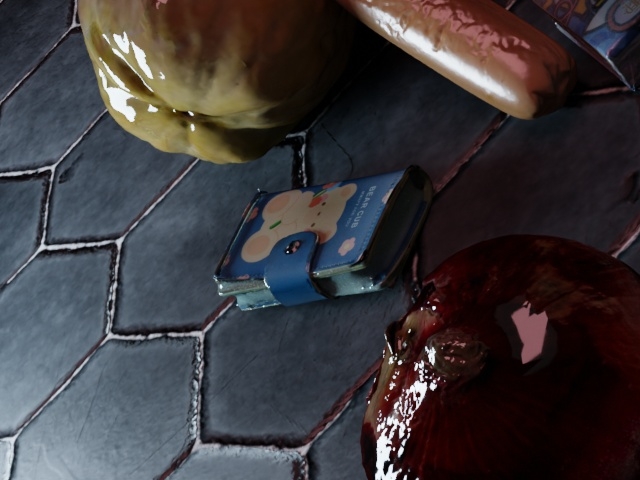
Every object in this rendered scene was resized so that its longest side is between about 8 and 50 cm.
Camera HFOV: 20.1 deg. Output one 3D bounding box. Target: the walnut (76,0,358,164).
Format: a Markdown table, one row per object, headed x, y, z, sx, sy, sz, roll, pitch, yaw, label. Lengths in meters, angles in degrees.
| x | y | z | sx | sy | sz | roll | pitch | yaw | label |
| --- | --- | --- | --- | --- | --- | --- | --- | --- | --- |
| -0.099 | -0.261 | 1.895 | 0.306 | 0.306 | 0.344 | -17 | 54 | 36 | walnut |

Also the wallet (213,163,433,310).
| x | y | z | sx | sy | sz | roll | pitch | yaw | label |
| --- | --- | --- | --- | --- | --- | --- | --- | --- | --- |
| 0.000 | 0.001 | 1.723 | 0.202 | 0.059 | 0.141 | -8 | 42 | 40 | wallet |

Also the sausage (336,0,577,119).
| x | y | z | sx | sy | sz | roll | pitch | yaw | label |
| --- | --- | --- | --- | --- | --- | --- | --- | --- | --- |
| 0.122 | -0.203 | 1.711 | 0.289 | 0.086 | 0.086 | 36 | 82 | 33 | sausage |

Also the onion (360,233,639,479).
| x | y | z | sx | sy | sz | roll | pitch | yaw | label |
| --- | --- | --- | --- | --- | --- | --- | --- | --- | --- |
| 0.127 | 0.111 | 1.354 | 0.272 | 0.195 | 0.272 | -22 | 50 | 29 | onion |

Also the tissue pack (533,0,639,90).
| x | y | z | sx | sy | sz | roll | pitch | yaw | label |
| --- | --- | --- | --- | --- | --- | --- | --- | --- | --- |
| 0.279 | -0.219 | 1.647 | 0.115 | 0.065 | 0.155 | -43 | 33 | 4 | tissue pack |
